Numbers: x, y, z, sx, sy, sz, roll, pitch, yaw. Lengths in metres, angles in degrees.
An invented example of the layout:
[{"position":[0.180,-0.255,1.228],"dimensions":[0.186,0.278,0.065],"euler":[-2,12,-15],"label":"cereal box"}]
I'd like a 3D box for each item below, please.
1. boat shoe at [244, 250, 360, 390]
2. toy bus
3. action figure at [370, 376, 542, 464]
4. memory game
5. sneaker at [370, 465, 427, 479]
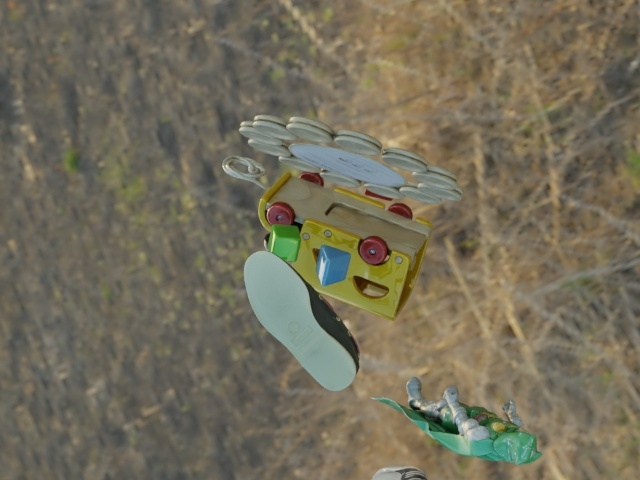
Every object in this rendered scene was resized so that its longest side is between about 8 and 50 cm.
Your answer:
[{"position":[-0.016,0.063,1.207],"dimensions":[0.049,0.042,0.133],"euler":[-36,97,16],"label":"boat shoe"},{"position":[0.009,0.006,1.492],"dimensions":[0.202,0.191,0.104],"euler":[53,137,49],"label":"toy bus"},{"position":[0.160,0.189,1.509],"dimensions":[0.232,0.137,0.063],"euler":[-161,84,-67],"label":"action figure"},{"position":[0.025,-0.064,1.167],"dimensions":[0.186,0.186,0.012],"euler":[4,76,55],"label":"memory game"},{"position":[0.025,0.355,1.718],"dimensions":[0.366,0.210,0.137],"euler":[-101,17,-76],"label":"sneaker"}]
